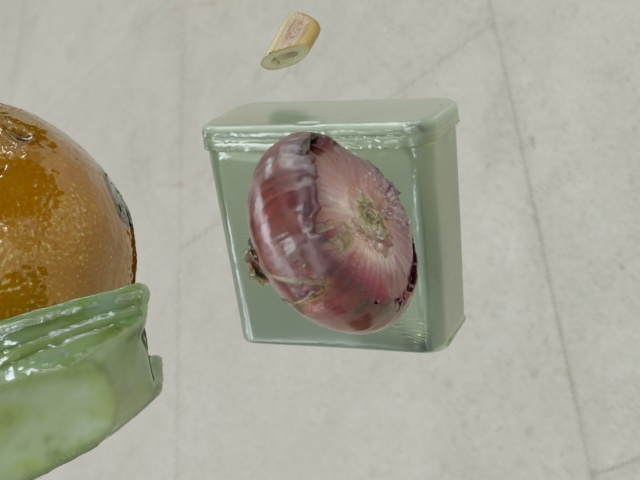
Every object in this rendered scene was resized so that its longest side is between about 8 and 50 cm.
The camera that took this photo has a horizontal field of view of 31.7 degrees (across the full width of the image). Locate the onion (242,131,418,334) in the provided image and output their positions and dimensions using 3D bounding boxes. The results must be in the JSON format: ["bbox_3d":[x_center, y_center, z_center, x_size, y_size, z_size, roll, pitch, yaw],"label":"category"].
[{"bbox_3d":[0.010,-0.006,1.271,0.161,0.248,0.248,-14,58,41],"label":"onion"}]

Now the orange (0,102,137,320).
[{"bbox_3d":[-0.217,0.009,0.727,0.206,0.206,0.206,-29,48,38],"label":"orange"}]

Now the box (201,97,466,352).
[{"bbox_3d":[0.032,-0.026,1.653,0.351,0.177,0.344,1,111,23],"label":"box"}]

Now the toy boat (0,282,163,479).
[{"bbox_3d":[-0.209,0.104,0.546,0.055,0.293,0.093,45,148,51],"label":"toy boat"}]

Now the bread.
[{"bbox_3d":[-0.044,-0.307,1.772,0.062,0.049,0.103,24,76,16],"label":"bread"}]
